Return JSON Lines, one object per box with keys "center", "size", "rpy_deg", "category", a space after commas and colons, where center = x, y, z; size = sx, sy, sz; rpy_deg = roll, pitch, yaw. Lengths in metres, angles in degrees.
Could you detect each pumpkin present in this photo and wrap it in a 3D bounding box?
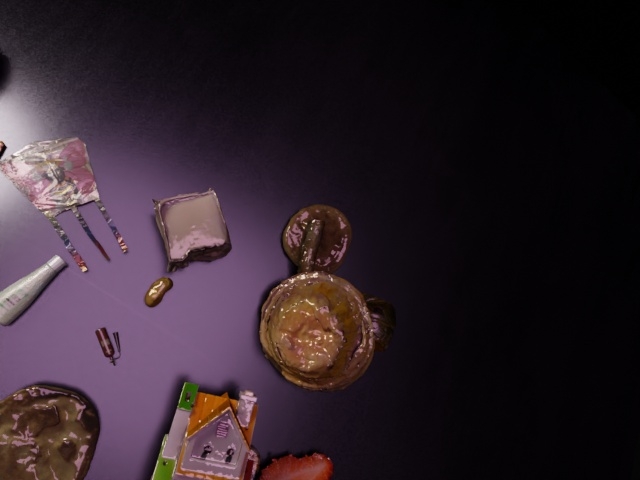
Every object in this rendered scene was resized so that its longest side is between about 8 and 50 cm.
{"center": [0.098, 0.239, 1.330], "size": [0.280, 0.190, 0.139], "rpy_deg": [16, 69, 25], "category": "pumpkin"}

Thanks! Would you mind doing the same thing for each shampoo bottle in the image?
{"center": [-0.702, 0.114, 1.022], "size": [0.069, 0.041, 0.191], "rpy_deg": [44, 67, -5], "category": "shampoo bottle"}

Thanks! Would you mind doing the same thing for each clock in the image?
{"center": [-0.275, 0.520, 1.063], "size": [0.235, 0.166, 0.310], "rpy_deg": [18, 80, -13], "category": "clock"}

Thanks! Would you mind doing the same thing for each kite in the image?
{"center": [-0.649, -0.098, 1.096], "size": [0.204, 0.022, 0.360], "rpy_deg": [-28, 89, -26], "category": "kite"}

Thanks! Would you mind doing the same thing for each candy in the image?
{"center": [-0.351, -0.028, 1.149], "size": [0.184, 0.137, 0.195], "rpy_deg": [-16, 86, -25], "category": "candy"}

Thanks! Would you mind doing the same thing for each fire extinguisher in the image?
{"center": [-0.533, 0.267, 1.081], "size": [0.046, 0.032, 0.100], "rpy_deg": [-23, 90, -60], "category": "fire extinguisher"}

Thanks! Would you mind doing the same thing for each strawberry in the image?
{"center": [-0.079, 0.693, 1.166], "size": [0.235, 0.107, 0.175], "rpy_deg": [11, 40, -23], "category": "strawberry"}

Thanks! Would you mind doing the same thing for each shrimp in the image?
{"center": [-0.210, 0.647, 1.152], "size": [0.091, 0.034, 0.161], "rpy_deg": [3, 73, -11], "category": "shrimp"}

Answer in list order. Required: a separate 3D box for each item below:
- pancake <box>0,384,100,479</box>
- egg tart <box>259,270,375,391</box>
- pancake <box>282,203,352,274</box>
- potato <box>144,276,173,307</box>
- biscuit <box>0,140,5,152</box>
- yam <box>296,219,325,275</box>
{"center": [-0.662, 0.478, 0.971], "size": [0.294, 0.049, 0.295], "rpy_deg": [3, 83, -23], "category": "pancake"}
{"center": [-0.020, 0.259, 1.170], "size": [0.351, 0.150, 0.352], "rpy_deg": [0, 90, 13], "category": "egg tart"}
{"center": [0.000, 0.000, 1.344], "size": [0.241, 0.050, 0.242], "rpy_deg": [1, 86, -21], "category": "pancake"}
{"center": [-0.434, 0.135, 1.135], "size": [0.092, 0.046, 0.045], "rpy_deg": [-55, 146, -13], "category": "potato"}
{"center": [-0.904, -0.227, 1.008], "size": [0.231, 0.016, 0.139], "rpy_deg": [21, 73, -19], "category": "biscuit"}
{"center": [-0.039, 0.058, 1.280], "size": [0.061, 0.061, 0.253], "rpy_deg": [13, 92, -21], "category": "yam"}
